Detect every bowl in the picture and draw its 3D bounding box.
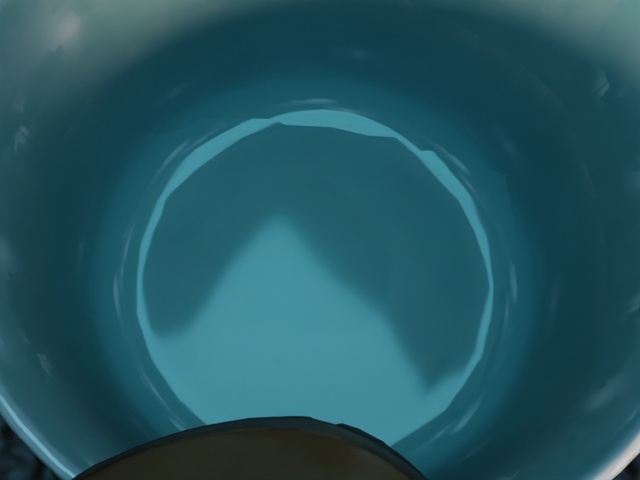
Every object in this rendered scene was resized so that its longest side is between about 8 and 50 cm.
[{"bbox_3d":[0.000,0.000,0.734,0.312,0.163,0.311,1,71,-4],"label":"bowl"}]

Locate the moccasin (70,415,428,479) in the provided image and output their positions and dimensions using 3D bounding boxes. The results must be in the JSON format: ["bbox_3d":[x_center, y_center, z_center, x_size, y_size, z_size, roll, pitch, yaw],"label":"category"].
[{"bbox_3d":[-0.113,0.181,0.576,0.380,0.147,0.139,-27,109,22],"label":"moccasin"}]
